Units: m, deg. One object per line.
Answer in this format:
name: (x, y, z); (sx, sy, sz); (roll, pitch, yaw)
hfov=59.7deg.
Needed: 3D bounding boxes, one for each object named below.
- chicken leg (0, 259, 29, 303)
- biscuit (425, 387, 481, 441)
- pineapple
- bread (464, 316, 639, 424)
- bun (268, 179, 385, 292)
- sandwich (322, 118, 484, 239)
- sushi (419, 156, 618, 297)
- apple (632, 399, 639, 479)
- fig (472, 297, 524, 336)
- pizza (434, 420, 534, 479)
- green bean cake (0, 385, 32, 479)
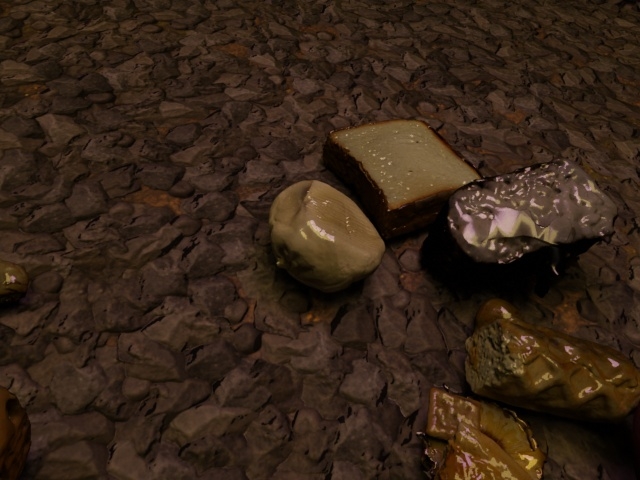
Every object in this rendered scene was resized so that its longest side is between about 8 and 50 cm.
chicken leg: (-0.558, 0.062, 0.910); (0.178, 0.070, 0.093); (19, 53, 17)
biscuit: (0.199, 0.264, 0.827); (0.083, 0.018, 0.081); (18, 44, 2)
pineapple: (0.236, 0.316, 0.832); (0.221, 0.047, 0.221); (8, 45, -8)
bread: (0.377, 0.210, 0.885); (0.268, 0.129, 0.152); (16, 11, -7)
bun: (0.000, 0.000, 1.022); (0.229, 0.145, 0.229); (31, 25, -16)
sandwich: (0.182, -0.148, 1.206); (0.271, 0.099, 0.301); (-11, 44, -24)
sushi: (0.376, -0.004, 1.053); (0.349, 0.207, 0.234); (-11, 62, -12)
apple: (0.590, 0.288, 0.758); (0.306, 0.235, 0.305); (3, 83, -28)
fig: (0.304, 0.148, 0.983); (0.098, 0.082, 0.084); (-22, 84, -5)
pizza: (0.241, 0.400, 0.686); (0.258, 0.087, 0.268); (26, 62, 8)
green bean cake: (-0.422, 0.281, 0.617); (0.131, 0.229, 0.224); (13, 49, -7)
